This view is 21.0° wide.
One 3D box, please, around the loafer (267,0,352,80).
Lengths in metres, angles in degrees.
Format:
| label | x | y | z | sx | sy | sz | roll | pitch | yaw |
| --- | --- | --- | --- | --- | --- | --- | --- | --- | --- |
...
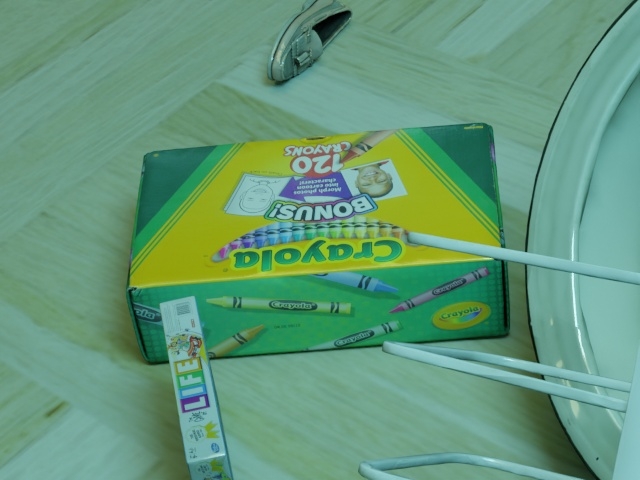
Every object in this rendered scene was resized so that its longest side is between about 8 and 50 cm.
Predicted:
| label | x | y | z | sx | sy | sz | roll | pitch | yaw |
| --- | --- | --- | --- | --- | --- | --- | --- | --- | --- |
| loafer | -0.009 | -0.185 | 1.572 | 0.039 | 0.045 | 0.125 | 15 | 43 | 16 |

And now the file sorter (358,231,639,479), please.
| label | x | y | z | sx | sy | sz | roll | pitch | yaw |
| --- | --- | --- | --- | --- | --- | --- | --- | --- | --- |
| file sorter | 0.124 | 0.140 | 0.958 | 0.173 | 0.277 | 0.193 | 12 | 1 | 27 |

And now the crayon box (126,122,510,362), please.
| label | x | y | z | sx | sy | sz | roll | pitch | yaw |
| --- | --- | --- | --- | --- | --- | --- | --- | --- | --- |
| crayon box | 0.000 | 0.000 | 1.325 | 0.278 | 0.081 | 0.165 | -5 | 41 | 5 |

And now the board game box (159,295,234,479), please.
| label | x | y | z | sx | sy | sz | roll | pitch | yaw |
| --- | --- | --- | --- | --- | --- | --- | --- | --- | --- |
| board game box | -0.080 | 0.127 | 1.177 | 0.026 | 0.103 | 0.154 | -12 | 40 | -4 |

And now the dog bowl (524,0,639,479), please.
| label | x | y | z | sx | sy | sz | roll | pitch | yaw |
| --- | --- | --- | --- | --- | --- | --- | --- | --- | --- |
| dog bowl | 0.329 | 0.004 | 1.062 | 0.150 | 0.408 | 0.408 | 13 | 22 | -44 |
